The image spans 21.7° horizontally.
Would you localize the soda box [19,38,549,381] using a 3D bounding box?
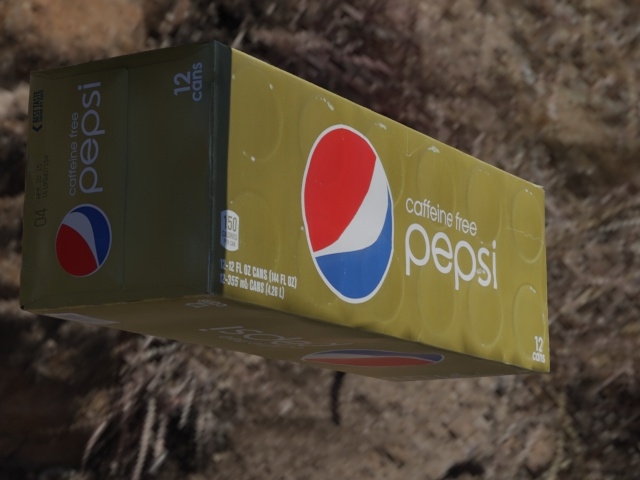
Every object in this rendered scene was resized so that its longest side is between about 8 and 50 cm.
[{"bbox_3d":[0.000,0.000,0.458,0.181,0.058,0.061,17,70,-57],"label":"soda box"}]
